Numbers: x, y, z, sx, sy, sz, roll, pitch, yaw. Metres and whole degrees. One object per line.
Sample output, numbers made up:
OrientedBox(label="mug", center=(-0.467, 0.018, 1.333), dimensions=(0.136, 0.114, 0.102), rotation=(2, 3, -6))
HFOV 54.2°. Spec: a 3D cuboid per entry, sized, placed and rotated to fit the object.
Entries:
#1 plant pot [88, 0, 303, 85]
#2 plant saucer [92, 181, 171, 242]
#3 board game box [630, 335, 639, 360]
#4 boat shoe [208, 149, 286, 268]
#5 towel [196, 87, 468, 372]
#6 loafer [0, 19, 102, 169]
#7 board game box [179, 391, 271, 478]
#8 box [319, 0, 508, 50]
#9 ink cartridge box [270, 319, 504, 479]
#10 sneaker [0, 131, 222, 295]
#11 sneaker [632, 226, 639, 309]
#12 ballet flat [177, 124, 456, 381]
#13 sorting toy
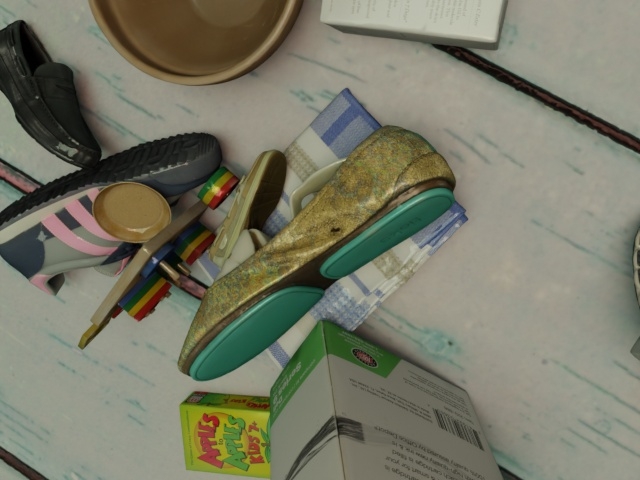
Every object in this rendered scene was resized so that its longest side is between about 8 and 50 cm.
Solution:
OrientedBox(label="plant pot", center=(-0.116, -0.281, 0.656), dimensions=(0.238, 0.110, 0.237), rotation=(3, 101, 16))
OrientedBox(label="plant saucer", center=(-0.205, -0.034, 0.684), dimensions=(0.084, 0.015, 0.083), rotation=(-3, 131, -3))
OrientedBox(label="board game box", center=(0.450, 0.042, 0.512), dimensions=(0.224, 0.097, 0.303), rotation=(38, 85, 6))
OrientedBox(label="boat shoe", center=(-0.085, -0.035, 0.700), dimensions=(0.048, 0.056, 0.153), rotation=(30, 112, 24))
OrientedBox(label="towel", center=(0.000, 0.000, 0.710), dimensions=(0.285, 0.034, 0.209), rotation=(-47, 74, 17))
OrientedBox(label="loafer", center=(-0.326, -0.176, 0.742), dimensions=(0.078, 0.076, 0.223), rotation=(-44, 73, 9))
OrientedBox(label="board game box", center=(-0.084, 0.248, 0.793), dimensions=(0.181, 0.043, 0.092), rotation=(0, 102, 16))
OrientedBox(label="box", center=(0.099, -0.263, 0.608), dimensions=(0.171, 0.091, 0.130), rotation=(12, 104, 13))
OrientedBox(label="ink cartridge box", center=(0.066, 0.235, 0.589), dimensions=(0.211, 0.289, 0.121), rotation=(30, 110, -17))
OrientedBox(label="sneaker", center=(-0.244, -0.029, 0.764), dimensions=(0.319, 0.112, 0.131), rotation=(-18, 119, 17))
OrientedBox(label="sneaker", center=(0.357, 0.106, 0.608), dimensions=(0.107, 0.110, 0.275), rotation=(-10, 81, 0))
OrientedBox(label="ballet flat", center=(-0.023, 0.011, 0.646), dimensions=(0.349, 0.123, 0.123), rotation=(-38, 89, 17))
OrientedBox(label="sorting toy", center=(-0.185, 0.040, 0.713), dimensions=(0.046, 0.132, 0.274), rotation=(41, 120, -3))
